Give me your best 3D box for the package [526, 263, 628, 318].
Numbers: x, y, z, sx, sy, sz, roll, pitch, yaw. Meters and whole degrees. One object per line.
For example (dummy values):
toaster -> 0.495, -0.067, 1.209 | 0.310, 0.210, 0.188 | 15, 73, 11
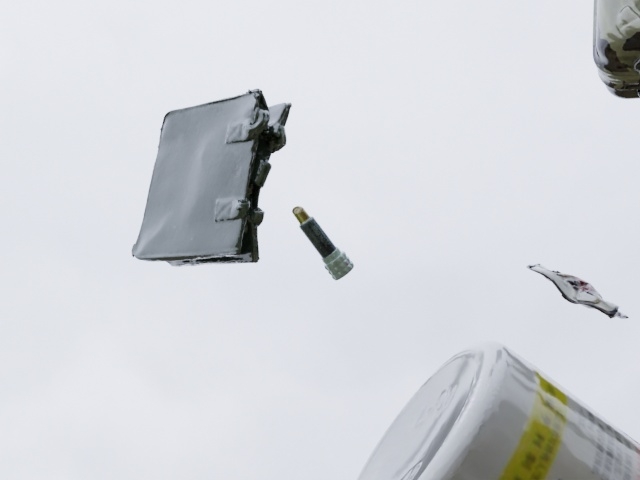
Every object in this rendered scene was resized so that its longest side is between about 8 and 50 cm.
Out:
package -> 0.426, 0.082, 1.803 | 0.040, 0.166, 0.232 | -62, -21, 6

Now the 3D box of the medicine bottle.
medicine bottle -> 0.202, 0.252, 0.835 | 0.340, 0.208, 0.208 | 36, -56, -4

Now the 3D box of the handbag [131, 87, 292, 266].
handbag -> -0.160, -0.084, 1.609 | 0.079, 0.247, 0.260 | 20, -16, -39

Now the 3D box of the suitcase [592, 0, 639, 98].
suitcase -> 0.637, -0.360, 1.834 | 0.352, 0.339, 0.194 | -1, -30, 20

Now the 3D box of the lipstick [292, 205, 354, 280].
lipstick -> 0.000, 0.000, 1.509 | 0.037, 0.037, 0.116 | -33, -78, 17
